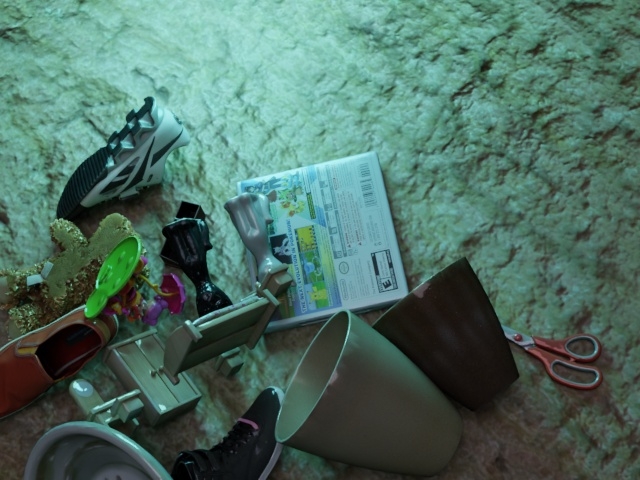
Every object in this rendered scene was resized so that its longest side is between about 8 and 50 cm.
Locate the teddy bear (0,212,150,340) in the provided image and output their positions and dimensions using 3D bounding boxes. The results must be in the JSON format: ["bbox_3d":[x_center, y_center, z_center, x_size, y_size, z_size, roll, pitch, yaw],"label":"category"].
[{"bbox_3d":[-0.496,0.081,1.898,0.338,0.113,0.245,-43,63,-3],"label":"teddy bear"}]

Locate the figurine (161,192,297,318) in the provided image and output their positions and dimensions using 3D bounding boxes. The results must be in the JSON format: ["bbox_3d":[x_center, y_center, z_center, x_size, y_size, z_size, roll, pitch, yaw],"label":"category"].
[{"bbox_3d":[-0.171,0.037,1.841,0.214,0.092,0.210,-23,83,2],"label":"figurine"}]

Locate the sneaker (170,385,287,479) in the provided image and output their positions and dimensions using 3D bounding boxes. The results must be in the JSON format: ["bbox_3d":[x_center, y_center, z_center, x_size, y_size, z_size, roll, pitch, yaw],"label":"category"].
[{"bbox_3d":[-0.166,0.377,1.690,0.104,0.147,0.296,6,64,49],"label":"sneaker"}]

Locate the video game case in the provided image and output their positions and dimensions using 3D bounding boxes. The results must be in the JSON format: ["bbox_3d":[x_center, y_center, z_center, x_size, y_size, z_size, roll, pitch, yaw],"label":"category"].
[{"bbox_3d":[0.000,0.000,1.895,0.299,0.036,0.329,-12,67,4],"label":"video game case"}]

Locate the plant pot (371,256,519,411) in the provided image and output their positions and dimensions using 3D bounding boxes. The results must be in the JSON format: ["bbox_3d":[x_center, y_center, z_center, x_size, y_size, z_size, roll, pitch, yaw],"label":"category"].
[{"bbox_3d":[0.245,0.185,1.717,0.215,0.215,0.230,-35,79,-8],"label":"plant pot"}]

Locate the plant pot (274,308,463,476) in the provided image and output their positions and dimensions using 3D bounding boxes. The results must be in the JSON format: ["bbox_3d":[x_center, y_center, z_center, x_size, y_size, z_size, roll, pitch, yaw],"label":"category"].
[{"bbox_3d":[0.100,0.296,1.656,0.274,0.256,0.257,30,72,-9],"label":"plant pot"}]

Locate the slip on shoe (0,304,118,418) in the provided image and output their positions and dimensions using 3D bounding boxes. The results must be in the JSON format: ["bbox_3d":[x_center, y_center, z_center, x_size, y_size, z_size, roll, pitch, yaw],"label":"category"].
[{"bbox_3d":[-0.531,0.234,1.795,0.331,0.101,0.123,-32,104,4],"label":"slip on shoe"}]

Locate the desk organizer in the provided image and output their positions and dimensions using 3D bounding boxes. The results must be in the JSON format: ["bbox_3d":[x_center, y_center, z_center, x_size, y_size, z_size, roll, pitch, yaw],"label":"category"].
[{"bbox_3d":[-0.279,-0.012,1.929,0.047,0.050,0.130,15,70,12],"label":"desk organizer"}]

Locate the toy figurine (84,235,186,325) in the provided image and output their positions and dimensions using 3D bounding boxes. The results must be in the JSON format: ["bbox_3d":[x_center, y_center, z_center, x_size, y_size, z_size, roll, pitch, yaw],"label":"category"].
[{"bbox_3d":[-0.331,0.104,1.790,0.130,0.159,0.173,20,77,56],"label":"toy figurine"}]

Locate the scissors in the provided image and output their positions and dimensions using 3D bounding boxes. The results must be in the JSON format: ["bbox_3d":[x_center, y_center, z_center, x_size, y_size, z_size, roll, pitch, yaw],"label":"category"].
[{"bbox_3d":[0.383,0.198,1.779,0.297,0.021,0.109,14,72,10],"label":"scissors"}]

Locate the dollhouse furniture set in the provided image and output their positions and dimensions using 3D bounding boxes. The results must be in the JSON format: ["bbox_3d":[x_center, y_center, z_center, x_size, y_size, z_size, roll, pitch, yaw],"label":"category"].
[{"bbox_3d":[-0.264,0.158,1.685,0.303,0.356,0.174,-20,61,-45],"label":"dollhouse furniture set"}]

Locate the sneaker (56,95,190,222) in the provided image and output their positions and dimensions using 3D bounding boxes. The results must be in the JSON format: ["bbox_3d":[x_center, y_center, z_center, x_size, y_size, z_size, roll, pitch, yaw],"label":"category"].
[{"bbox_3d":[-0.402,-0.133,1.961,0.330,0.146,0.122,-41,38,14],"label":"sneaker"}]

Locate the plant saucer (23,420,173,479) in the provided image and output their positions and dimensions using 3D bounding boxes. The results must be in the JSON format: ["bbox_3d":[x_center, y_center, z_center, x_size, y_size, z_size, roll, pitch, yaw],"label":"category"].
[{"bbox_3d":[-0.339,0.486,1.628,0.400,0.100,0.401,9,106,31],"label":"plant saucer"}]
